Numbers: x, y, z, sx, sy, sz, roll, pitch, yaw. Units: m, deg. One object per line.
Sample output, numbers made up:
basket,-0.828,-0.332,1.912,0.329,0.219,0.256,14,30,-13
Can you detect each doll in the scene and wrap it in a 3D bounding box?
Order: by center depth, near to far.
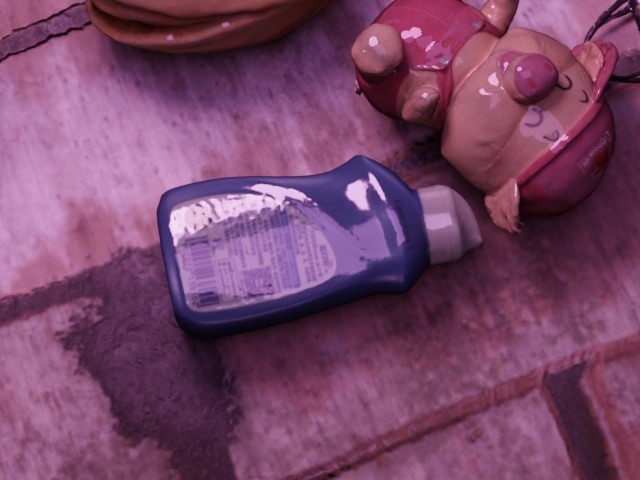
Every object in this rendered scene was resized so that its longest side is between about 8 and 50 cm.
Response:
doll,0.158,-0.138,1.729,0.256,0.152,0.196,37,95,5

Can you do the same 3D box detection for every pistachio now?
pistachio,-0.082,-0.268,1.762,0.293,0.162,0.181,-21,51,-2

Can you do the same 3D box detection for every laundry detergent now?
laundry detergent,0.000,0.000,1.739,0.289,0.094,0.143,-9,73,-3

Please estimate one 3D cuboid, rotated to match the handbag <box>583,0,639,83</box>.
handbag,0.312,-0.195,1.783,0.139,0.072,0.115,-20,79,11
